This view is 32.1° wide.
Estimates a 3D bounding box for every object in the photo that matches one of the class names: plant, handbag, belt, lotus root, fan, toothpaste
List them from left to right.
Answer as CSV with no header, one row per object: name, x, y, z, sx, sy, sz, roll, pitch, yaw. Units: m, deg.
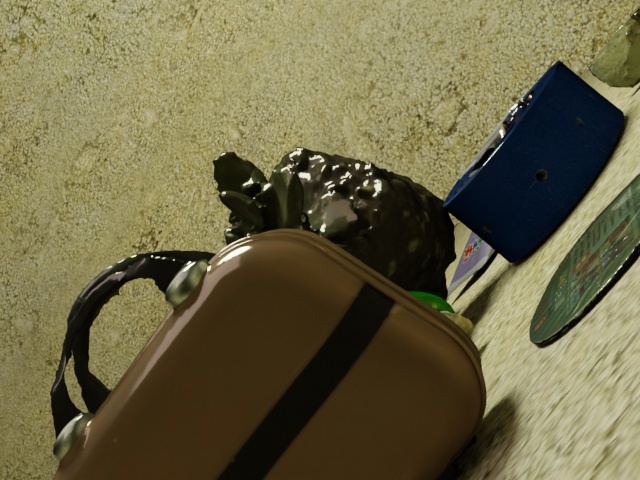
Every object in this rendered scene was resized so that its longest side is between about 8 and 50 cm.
handbag,-0.064,0.127,0.783,0.302,0.283,0.149,-52,-5,9
plant,0.000,0.000,1.333,0.312,0.215,0.213,7,-80,-47
toothpaste,0.293,-0.062,1.715,0.371,0.080,0.125,-58,5,-32
belt,0.262,-0.097,1.362,0.212,0.117,0.347,-52,-1,27
fan,0.234,-0.024,0.808,0.223,0.012,0.294,-49,-5,-42
lotus root,0.440,-0.273,1.484,0.143,0.070,0.144,-44,-8,-12

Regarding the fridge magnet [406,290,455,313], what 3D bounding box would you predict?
fridge magnet,0.054,0.122,1.234,0.208,0.088,0.208,-13,-28,-7

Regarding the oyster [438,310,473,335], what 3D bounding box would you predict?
oyster,0.022,0.166,0.980,0.354,0.107,0.201,-38,-24,-26
